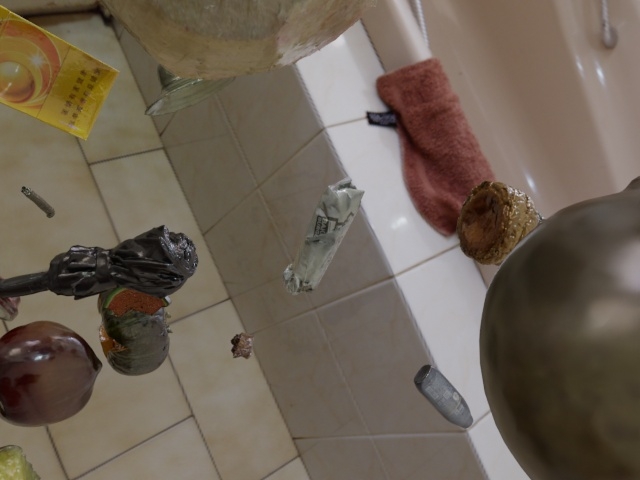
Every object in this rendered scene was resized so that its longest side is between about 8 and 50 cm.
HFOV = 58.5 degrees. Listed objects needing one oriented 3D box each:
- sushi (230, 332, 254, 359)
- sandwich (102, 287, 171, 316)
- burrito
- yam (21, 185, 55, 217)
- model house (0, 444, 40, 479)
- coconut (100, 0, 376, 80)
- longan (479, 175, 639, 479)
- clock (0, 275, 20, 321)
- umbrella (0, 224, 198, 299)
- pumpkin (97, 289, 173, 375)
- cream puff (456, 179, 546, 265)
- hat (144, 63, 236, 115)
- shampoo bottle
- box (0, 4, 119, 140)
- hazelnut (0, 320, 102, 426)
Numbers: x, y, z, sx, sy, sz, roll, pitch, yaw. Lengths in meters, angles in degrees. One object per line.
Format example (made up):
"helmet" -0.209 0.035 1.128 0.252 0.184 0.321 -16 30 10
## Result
"sushi" -0.160 0.211 1.156 0.047 0.099 0.050 11 85 -6
"sandwich" -0.340 0.108 1.064 0.029 0.135 0.067 -28 113 -77
"burrito" 0.000 0.000 0.857 0.064 0.203 0.064 23 26 -12
"yam" -0.726 -0.098 1.472 0.027 0.129 0.033 -4 67 4
"model house" -0.487 0.442 0.797 0.193 0.174 0.234 -14 47 -25
"coconut" -0.081 -0.293 0.510 0.297 0.254 0.297 0 90 -15
"longan" 0.299 0.090 0.494 0.350 0.288 0.288 -24 87 -20
"clock" -0.818 0.085 1.262 0.318 0.318 0.080 37 58 -16
"umbrella" -0.369 0.052 0.940 0.340 0.118 0.118 -12 76 6
"pumpkin" -0.429 0.194 1.332 0.159 0.238 0.237 -5 76 -27
"cream puff" 0.396 -0.025 1.185 0.169 0.183 0.183 12 67 -23
"hat" -0.342 -0.407 1.416 0.252 0.252 0.110 -30 100 -36
"shampoo bottle" 0.364 0.460 1.665 0.233 0.049 0.087 47 70 -18
"box" -0.515 -0.302 1.012 0.269 0.043 0.152 26 93 -40
"hazelnut" -0.564 0.265 1.171 0.230 0.229 0.229 11 67 -29
